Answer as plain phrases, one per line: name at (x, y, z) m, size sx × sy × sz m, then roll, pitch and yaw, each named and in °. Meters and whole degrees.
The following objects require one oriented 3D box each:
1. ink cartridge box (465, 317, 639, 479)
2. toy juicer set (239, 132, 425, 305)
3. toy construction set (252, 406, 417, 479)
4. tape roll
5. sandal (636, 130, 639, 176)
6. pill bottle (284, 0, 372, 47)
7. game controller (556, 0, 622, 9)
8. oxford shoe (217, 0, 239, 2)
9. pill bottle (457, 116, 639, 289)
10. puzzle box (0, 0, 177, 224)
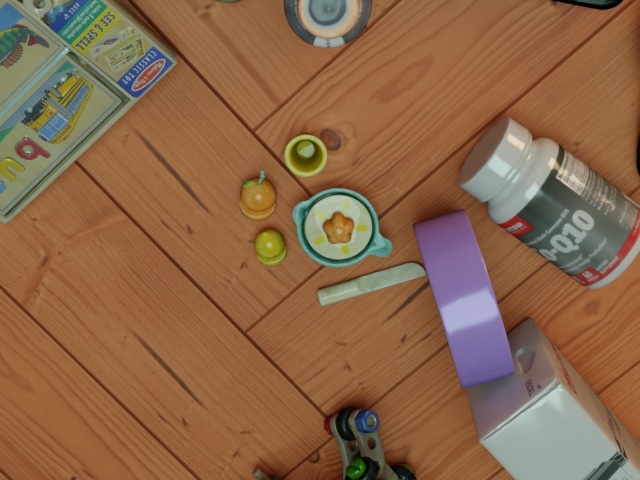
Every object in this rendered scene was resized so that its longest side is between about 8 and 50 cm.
ink cartridge box at (0.426, 0.356, 1.972) m, size 0.166 × 0.285 × 0.395 m, roll -40°, pitch 103°, yaw 11°
toy juicer set at (0.000, 0.000, 1.964) m, size 0.209 × 0.089 × 0.329 m, roll -37°, pitch 104°, yaw 9°
toy construction set at (0.040, 0.464, 2.055) m, size 0.309 × 0.257 × 0.237 m, roll -29°, pitch 119°, yaw 29°
tape roll at (0.226, 0.092, 1.896) m, size 0.090 × 0.275 × 0.275 m, roll -18°, pitch 106°, yaw 4°
sandal at (0.578, -0.285, 1.890) m, size 0.167 × 0.107 × 0.446 m, roll 3°, pitch 119°, yaw -3°
pill bottle at (0.010, -0.357, 1.775) m, size 0.130 × 0.246 × 0.130 m, roll 0°, pitch 107°, yaw 0°
game controller at (0.332, -0.462, 1.841) m, size 0.319 × 0.067 × 0.166 m, roll 10°, pitch 106°, yaw -4°
oxford shoe at (-0.293, -0.443, 1.829) m, size 0.397 × 0.140 × 0.146 m, roll 21°, pitch 134°, yaw -10°
pill bottle at (0.370, -0.062, 1.911) m, size 0.283 × 0.161 × 0.161 m, roll 34°, pitch 103°, yaw -10°
puzzle box at (-0.458, -0.234, 1.848) m, size 0.409 × 0.052 × 0.272 m, roll -41°, pitch 122°, yaw 16°
